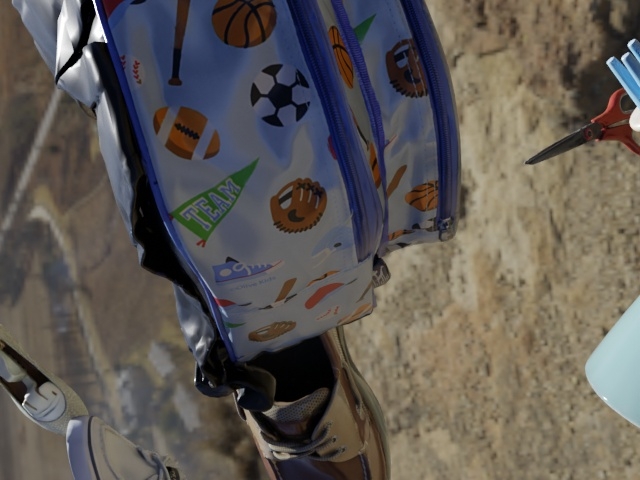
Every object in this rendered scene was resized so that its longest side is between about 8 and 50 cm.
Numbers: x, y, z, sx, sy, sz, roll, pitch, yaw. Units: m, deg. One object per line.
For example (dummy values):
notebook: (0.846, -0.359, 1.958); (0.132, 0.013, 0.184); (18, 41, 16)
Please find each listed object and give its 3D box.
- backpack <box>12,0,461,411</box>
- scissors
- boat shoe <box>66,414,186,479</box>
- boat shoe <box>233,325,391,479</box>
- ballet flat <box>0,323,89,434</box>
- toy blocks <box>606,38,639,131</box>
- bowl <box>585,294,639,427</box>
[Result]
backpack: (-0.037, -0.076, 0.619); (0.276, 0.213, 0.263); (64, -178, 17)
scissors: (0.394, -0.167, 1.656); (0.021, 0.297, 0.109); (-7, 90, 57)
boat shoe: (-0.193, 0.274, 1.261); (0.096, 0.088, 0.267); (-97, -11, -48)
boat shoe: (-0.022, 0.133, 0.959); (0.116, 0.123, 0.324); (-62, -43, -69)
ballet flat: (-0.320, 0.154, 1.228); (0.057, 0.168, 0.052); (-46, 7, 3)
toy blocks: (0.276, -0.093, 0.761); (0.123, 0.148, 0.054); (-38, 15, 24)
bowl: (0.492, 0.132, 1.369); (0.311, 0.311, 0.163); (44, 126, 54)
